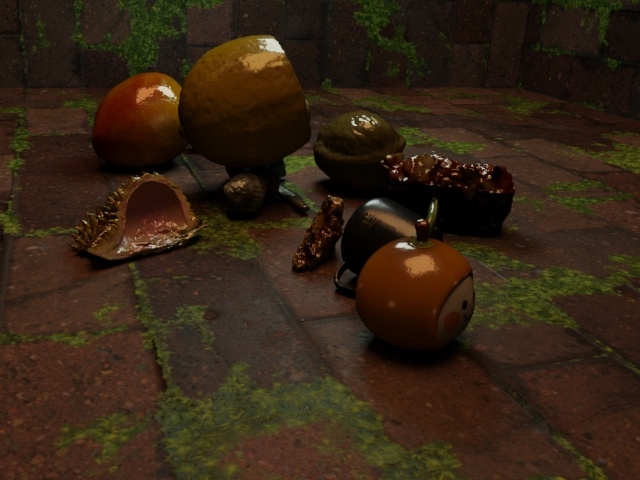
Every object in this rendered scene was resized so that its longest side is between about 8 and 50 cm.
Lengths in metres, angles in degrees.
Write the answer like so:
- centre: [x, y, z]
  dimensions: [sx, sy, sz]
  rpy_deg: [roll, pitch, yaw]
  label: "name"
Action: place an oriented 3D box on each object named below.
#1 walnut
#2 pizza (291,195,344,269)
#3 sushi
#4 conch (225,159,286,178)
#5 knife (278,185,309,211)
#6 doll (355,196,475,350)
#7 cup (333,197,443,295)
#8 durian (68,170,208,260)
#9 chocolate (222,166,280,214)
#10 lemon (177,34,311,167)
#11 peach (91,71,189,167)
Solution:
- centre: [0.113, -0.262, 2.031]
  dimensions: [0.283, 0.227, 0.283]
  rpy_deg: [-8, 24, 3]
  label: "walnut"
- centre: [0.001, 0.001, 1.519]
  dimensions: [0.069, 0.154, 0.194]
  rpy_deg: [27, 52, 6]
  label: "pizza"
- centre: [0.314, -0.130, 1.789]
  dimensions: [0.343, 0.181, 0.196]
  rpy_deg: [10, 15, 9]
  label: "sushi"
- centre: [-0.189, -0.228, 2.048]
  dimensions: [0.188, 0.122, 0.176]
  rpy_deg: [-5, 40, -15]
  label: "conch"
- centre: [-0.086, -0.123, 1.933]
  dimensions: [0.047, 0.017, 0.298]
  rpy_deg: [-4, 18, -23]
  label: "knife"
- centre: [0.162, 0.060, 1.185]
  dimensions: [0.213, 0.236, 0.213]
  rpy_deg: [0, 18, 0]
  label: "doll"
- centre: [0.129, 0.031, 1.403]
  dimensions: [0.177, 0.169, 0.223]
  rpy_deg: [27, 65, 32]
  label: "cup"
- centre: [-0.438, -0.038, 1.557]
  dimensions: [0.196, 0.185, 0.305]
  rpy_deg: [-9, 16, 45]
  label: "durian"
- centre: [-0.177, -0.131, 1.823]
  dimensions: [0.110, 0.110, 0.248]
  rpy_deg: [10, 22, 17]
  label: "chocolate"
- centre: [-0.215, -0.351, 1.853]
  dimensions: [0.364, 0.364, 0.364]
  rpy_deg: [3, 21, -1]
  label: "lemon"
- centre: [-0.535, -0.358, 2.123]
  dimensions: [0.289, 0.288, 0.308]
  rpy_deg: [17, 19, 32]
  label: "peach"
